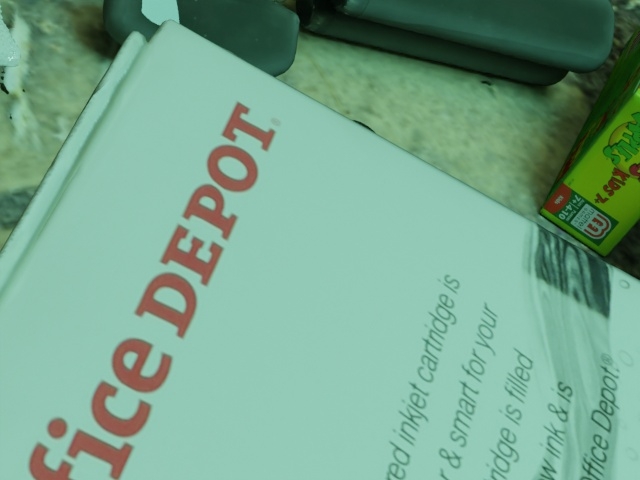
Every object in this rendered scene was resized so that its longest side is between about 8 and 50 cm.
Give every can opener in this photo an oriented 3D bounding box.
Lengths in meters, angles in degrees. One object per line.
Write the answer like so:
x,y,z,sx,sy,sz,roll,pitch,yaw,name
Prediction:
0.018,-0.113,0.868,0.280,0.074,0.093,6,84,-26,can opener

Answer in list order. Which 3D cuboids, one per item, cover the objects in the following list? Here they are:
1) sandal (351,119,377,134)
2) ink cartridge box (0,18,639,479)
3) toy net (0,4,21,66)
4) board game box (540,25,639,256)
0.000,0.000,0.761,0.067,0.040,0.179,33,42,-1,sandal
0.045,0.146,0.561,0.395,0.166,0.285,29,42,-7,ink cartridge box
-0.187,-0.036,0.678,0.122,0.045,0.232,17,43,-16,toy net
0.181,-0.080,0.910,0.043,0.092,0.181,34,42,0,board game box
